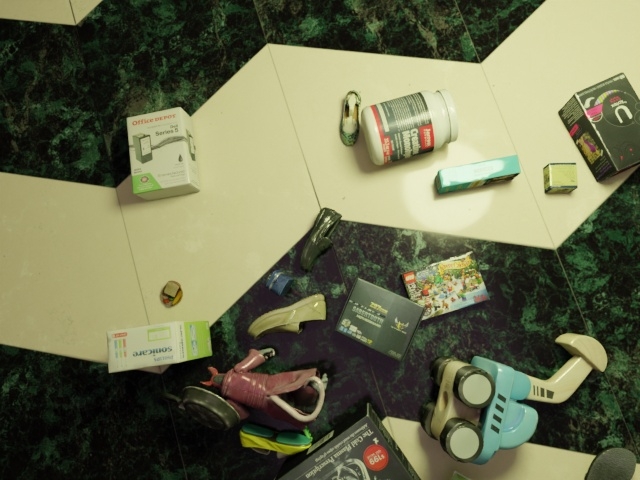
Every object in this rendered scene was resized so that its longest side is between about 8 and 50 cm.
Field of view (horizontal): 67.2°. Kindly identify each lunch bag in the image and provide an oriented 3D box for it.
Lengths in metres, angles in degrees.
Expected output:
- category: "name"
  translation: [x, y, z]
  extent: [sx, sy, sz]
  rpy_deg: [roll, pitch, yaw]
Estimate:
- category: "lunch bag"
  translation: [-0.135, 0.135, 1.545]
  extent: [0.065, 0.098, 0.067]
  rpy_deg: [30, 91, 12]

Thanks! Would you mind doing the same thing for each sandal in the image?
- category: "sandal"
  translation: [0.806, 0.699, 1.394]
  extent: [0.097, 0.054, 0.254]
  rpy_deg: [34, 96, 17]

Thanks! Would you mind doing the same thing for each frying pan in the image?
- category: "frying pan"
  translation: [-0.393, 0.490, 1.457]
  extent: [0.326, 0.197, 0.053]
  rpy_deg: [14, 46, 16]

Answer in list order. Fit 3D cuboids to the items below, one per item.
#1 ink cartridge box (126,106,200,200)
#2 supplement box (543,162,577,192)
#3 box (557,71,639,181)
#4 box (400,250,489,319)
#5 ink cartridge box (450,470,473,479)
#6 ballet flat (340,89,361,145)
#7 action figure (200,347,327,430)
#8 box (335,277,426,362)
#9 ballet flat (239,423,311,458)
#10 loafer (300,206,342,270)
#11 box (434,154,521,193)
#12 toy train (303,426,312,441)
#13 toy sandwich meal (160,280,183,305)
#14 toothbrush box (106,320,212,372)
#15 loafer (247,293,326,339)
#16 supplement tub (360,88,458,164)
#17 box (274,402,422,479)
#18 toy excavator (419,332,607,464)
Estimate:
- category: "ink cartridge box"
  translation: [-0.534, -0.292, 1.640]
  extent: [0.198, 0.115, 0.272]
  rpy_deg: [-10, 81, 4]
- category: "supplement box"
  translation: [0.757, -0.198, 1.521]
  extent: [0.083, 0.056, 0.083]
  rpy_deg: [0, 81, 6]
- category: "box"
  translation: [0.892, -0.344, 1.485]
  extent: [0.165, 0.143, 0.270]
  rpy_deg: [-25, 80, 2]
- category: "box"
  translation: [0.389, 0.145, 1.516]
  extent: [0.233, 0.044, 0.159]
  rpy_deg: [-18, 81, 3]
- category: "ink cartridge box"
  translation: [0.411, 0.816, 1.390]
  extent: [0.189, 0.097, 0.255]
  rpy_deg: [26, 83, 9]
- category: "ballet flat"
  translation: [0.100, -0.416, 1.619]
  extent: [0.070, 0.070, 0.188]
  rpy_deg: [2, 82, 6]
- category: "action figure"
  translation: [-0.178, 0.459, 1.420]
  extent: [0.370, 0.276, 0.248]
  rpy_deg: [11, 87, 0]
- category: "box"
  translation: [0.186, 0.242, 1.491]
  extent: [0.233, 0.059, 0.183]
  rpy_deg: [24, 90, 17]
- category: "ballet flat"
  translation: [-0.142, 0.629, 1.491]
  extent: [0.231, 0.077, 0.077]
  rpy_deg: [7, 96, 12]
- category: "loafer"
  translation: [0.000, 0.000, 1.561]
  extent: [0.078, 0.076, 0.223]
  rpy_deg: [21, 81, 16]
- category: "box"
  translation: [0.494, -0.208, 1.529]
  extent: [0.244, 0.100, 0.060]
  rpy_deg: [-10, 82, 5]
- category: "toy train"
  translation: [-0.048, 0.591, 1.506]
  extent: [0.017, 0.024, 0.083]
  rpy_deg: [-26, 79, 2]
- category: "toy sandwich meal"
  translation: [-0.498, 0.178, 1.611]
  extent: [0.086, 0.029, 0.085]
  rpy_deg: [-1, 82, 6]
- category: "toothbrush box"
  translation: [-0.476, 0.315, 1.460]
  extent: [0.206, 0.283, 0.122]
  rpy_deg: [-9, 81, 5]
- category: "loafer"
  translation: [-0.101, 0.256, 1.522]
  extent: [0.269, 0.102, 0.092]
  rpy_deg: [-25, 74, 1]
- category: "supplement tub"
  translation: [0.277, -0.361, 1.527]
  extent: [0.272, 0.191, 0.191]
  rpy_deg: [-15, 80, 4]
- category: "box"
  translation: [0.095, 0.714, 1.395]
  extent: [0.343, 0.179, 0.312]
  rpy_deg: [-37, 81, 0]
- category: "toy excavator"
  translation: [0.565, 0.443, 1.396]
  extent: [0.445, 0.222, 0.432]
  rpy_deg: [17, 83, -6]
